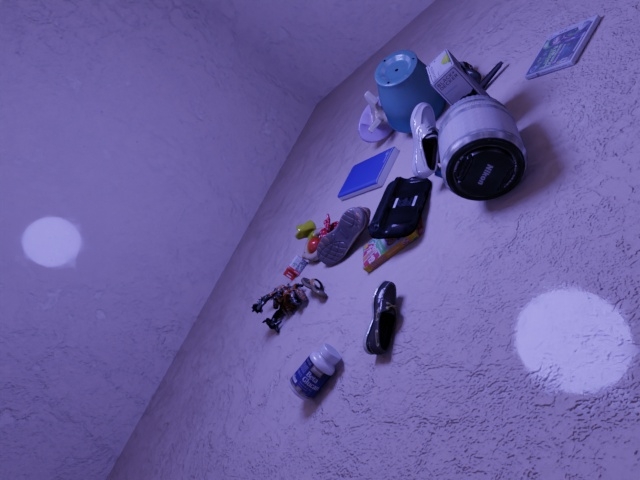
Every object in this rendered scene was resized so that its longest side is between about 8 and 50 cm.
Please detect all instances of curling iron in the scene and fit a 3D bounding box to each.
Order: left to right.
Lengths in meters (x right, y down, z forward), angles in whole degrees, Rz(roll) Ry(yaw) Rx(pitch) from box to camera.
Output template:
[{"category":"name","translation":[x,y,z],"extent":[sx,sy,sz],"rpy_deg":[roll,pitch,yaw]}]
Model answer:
[{"category":"curling iron","translation":[0.596,-0.557,1.630],"extent":[0.274,0.035,0.068],"rpy_deg":[-50,26,10]}]

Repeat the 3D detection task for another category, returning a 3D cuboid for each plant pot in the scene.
[{"category":"plant pot","translation":[0.360,-0.638,1.806],"extent":[0.272,0.255,0.271],"rpy_deg":[-15,60,26]}]

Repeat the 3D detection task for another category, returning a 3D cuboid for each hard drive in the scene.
[{"category":"hard drive","translation":[0.218,-0.310,2.026],"extent":[0.319,0.040,0.210],"rpy_deg":[-13,45,59]}]

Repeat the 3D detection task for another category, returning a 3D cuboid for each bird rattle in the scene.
[{"category":"bird rattle","translation":[0.000,0.000,1.964],"extent":[0.254,0.143,0.206],"rpy_deg":[-1,66,48]}]

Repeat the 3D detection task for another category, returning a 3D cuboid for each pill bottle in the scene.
[{"category":"pill bottle","translation":[-0.014,0.407,1.342],"extent":[0.169,0.094,0.094],"rpy_deg":[-52,21,6]}]

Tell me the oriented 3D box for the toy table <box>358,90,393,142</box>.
[{"category":"toy table","translation":[0.302,-0.608,2.067],"extent":[0.274,0.252,0.161],"rpy_deg":[-63,6,-3]}]

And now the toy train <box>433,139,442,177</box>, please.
[{"category":"toy train","translation":[0.422,-0.303,1.534],"extent":[0.143,0.105,0.248],"rpy_deg":[-64,19,11]}]

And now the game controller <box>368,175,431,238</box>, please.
[{"category":"game controller","translation":[0.281,-0.121,1.504],"extent":[0.167,0.067,0.319],"rpy_deg":[4,45,27]}]

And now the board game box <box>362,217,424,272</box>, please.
[{"category":"board game box","translation":[0.249,0.000,1.505],"extent":[0.259,0.039,0.124],"rpy_deg":[-37,26,30]}]

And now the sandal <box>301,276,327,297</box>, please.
[{"category":"sandal","translation":[-0.018,0.180,1.727],"extent":[0.049,0.072,0.180],"rpy_deg":[-65,27,2]}]

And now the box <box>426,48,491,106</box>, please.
[{"category":"box","translation":[0.475,-0.465,1.389],"extent":[0.087,0.290,0.169],"rpy_deg":[-40,24,32]}]

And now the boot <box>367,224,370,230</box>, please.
[{"category":"boot","translation":[0.241,-0.076,1.594],"extent":[0.099,0.045,0.121],"rpy_deg":[-46,11,-32]}]

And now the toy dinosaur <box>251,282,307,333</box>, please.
[{"category":"toy dinosaur","translation":[-0.173,0.270,1.877],"extent":[0.218,0.164,0.322],"rpy_deg":[-47,-1,-24]}]

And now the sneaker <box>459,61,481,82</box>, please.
[{"category":"sneaker","translation":[0.586,-0.692,1.772],"extent":[0.108,0.100,0.271],"rpy_deg":[-44,22,10]}]

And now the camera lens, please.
[{"category":"camera lens","translation":[0.452,-0.264,1.226],"extent":[0.219,0.219,0.274],"rpy_deg":[-37,26,36]}]

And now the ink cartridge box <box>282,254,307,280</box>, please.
[{"category":"ink cartridge box","translation":[-0.119,0.131,2.022],"extent":[0.115,0.063,0.029],"rpy_deg":[-55,19,-1]}]

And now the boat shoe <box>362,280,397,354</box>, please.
[{"category":"boat shoe","translation":[0.188,0.219,1.240],"extent":[0.069,0.081,0.227],"rpy_deg":[-18,48,52]}]

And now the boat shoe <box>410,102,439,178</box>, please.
[{"category":"boat shoe","translation":[0.360,-0.345,1.447],"extent":[0.088,0.096,0.267],"rpy_deg":[164,116,-67]}]

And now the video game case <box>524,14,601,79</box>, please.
[{"category":"video game case","translation":[0.769,-0.614,1.375],"extent":[0.190,0.022,0.173],"rpy_deg":[-57,21,-9]}]

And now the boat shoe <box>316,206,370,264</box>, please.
[{"category":"boat shoe","translation":[0.102,-0.016,1.753],"extent":[0.116,0.123,0.324],"rpy_deg":[-27,-16,-50]}]
